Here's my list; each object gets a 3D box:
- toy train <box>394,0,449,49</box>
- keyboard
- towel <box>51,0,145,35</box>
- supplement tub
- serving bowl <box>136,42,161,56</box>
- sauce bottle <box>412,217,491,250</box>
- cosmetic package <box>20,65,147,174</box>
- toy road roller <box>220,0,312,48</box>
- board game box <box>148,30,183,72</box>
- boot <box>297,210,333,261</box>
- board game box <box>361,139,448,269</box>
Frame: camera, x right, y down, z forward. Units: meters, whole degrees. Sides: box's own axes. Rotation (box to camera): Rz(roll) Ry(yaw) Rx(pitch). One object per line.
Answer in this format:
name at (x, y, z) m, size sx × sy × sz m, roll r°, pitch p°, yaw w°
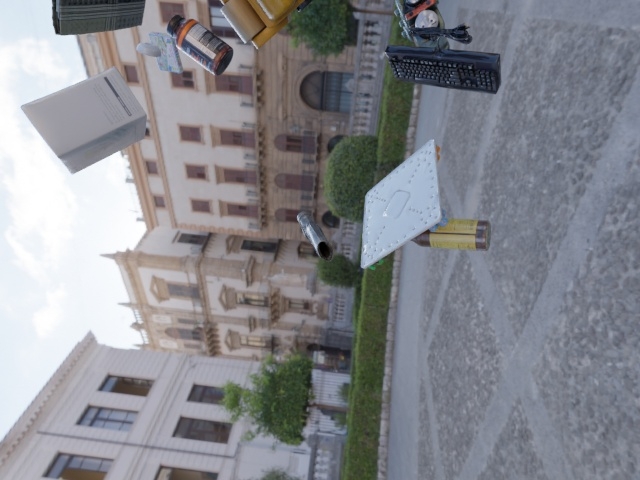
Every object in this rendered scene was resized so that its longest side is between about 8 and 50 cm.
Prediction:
toy train at (0.353, -0.711, 1.375) m, size 0.190 × 0.142 × 0.334 m, roll 64°, pitch -161°, yaw 4°
keyboard at (0.304, -0.467, 1.059) m, size 0.033 × 0.317 × 0.201 m, roll -56°, pitch -36°, yaw -14°
towel at (-0.594, -0.730, 1.121) m, size 0.312 × 0.056 × 0.324 m, roll -59°, pitch -4°, yaw 39°
supplement tub at (-0.383, -0.624, 1.305) m, size 0.106 × 0.198 × 0.106 m, roll -54°, pitch 6°, yaw 9°
serving bowl at (-0.619, -0.695, 1.490) m, size 0.083 × 0.084 × 0.027 m, roll -81°, pitch 13°, yaw -54°
sauce bottle at (0.414, -0.028, 1.451) m, size 0.111 × 0.345 × 0.111 m, roll -16°, pitch -72°, yaw -58°
cosmetic package at (-0.577, -0.291, 1.036) m, size 0.138 × 0.225 × 0.224 m, roll 60°, pitch 158°, yaw -11°
toy road roller at (-0.175, -0.763, 1.289) m, size 0.202 × 0.330 × 0.240 m, roll 49°, pitch -150°, yaw -24°
board game box at (-0.643, -0.784, 1.719) m, size 0.154 × 0.104 × 0.026 m, roll 90°, pitch -162°, yaw -50°
boot at (-0.001, 0.002, 1.500) m, size 0.208 × 0.076 × 0.189 m, roll 48°, pitch 179°, yaw 44°
board game box at (0.298, -0.124, 1.516) m, size 0.390 × 0.050 × 0.389 m, roll -39°, pitch 33°, yaw 44°
